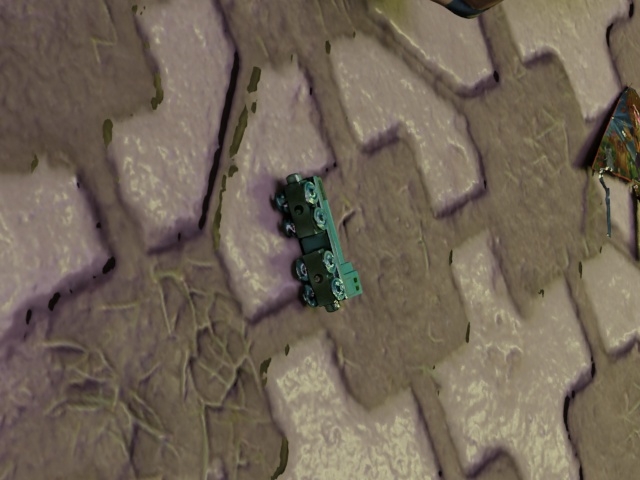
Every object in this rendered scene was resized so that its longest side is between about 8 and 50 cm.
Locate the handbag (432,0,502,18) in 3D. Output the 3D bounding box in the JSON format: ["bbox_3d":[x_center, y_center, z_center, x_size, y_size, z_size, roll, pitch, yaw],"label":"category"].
[{"bbox_3d":[0.077,-0.301,1.275,0.193,0.190,0.252,16,59,-42],"label":"handbag"}]

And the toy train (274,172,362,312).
[{"bbox_3d":[0.000,0.000,1.213,0.045,0.029,0.092,-19,93,-60],"label":"toy train"}]

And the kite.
[{"bbox_3d":[0.266,-0.057,1.580,0.183,0.010,0.160,18,63,-52],"label":"kite"}]
